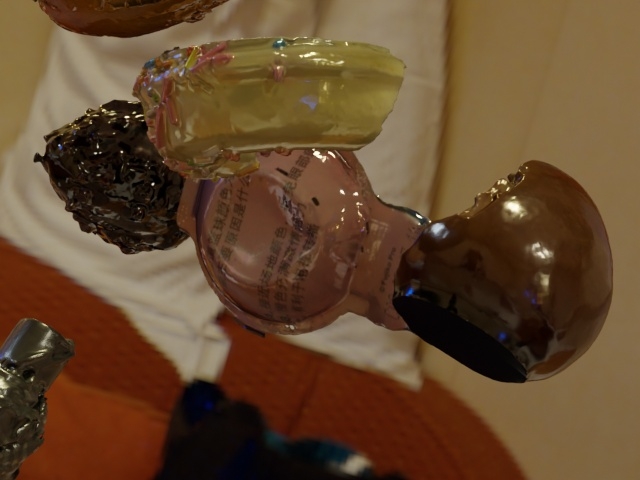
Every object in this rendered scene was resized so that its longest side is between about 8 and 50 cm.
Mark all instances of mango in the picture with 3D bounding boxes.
[{"bbox_3d":[-0.127,-0.253,1.458,0.249,0.156,0.151,-21,-20,4],"label":"mango"}]

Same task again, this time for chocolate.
[{"bbox_3d":[0.119,0.013,1.058,0.127,0.133,0.124,34,-15,-6],"label":"chocolate"},{"bbox_3d":[-0.180,-0.064,1.528,0.156,0.156,0.133,20,2,28],"label":"chocolate"}]

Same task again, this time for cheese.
[{"bbox_3d":[0.000,0.000,1.424,0.286,0.188,0.074,19,14,28],"label":"cheese"}]

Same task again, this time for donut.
[{"bbox_3d":[-0.042,-0.073,0.986,0.166,0.065,0.108,-8,-8,42],"label":"donut"}]

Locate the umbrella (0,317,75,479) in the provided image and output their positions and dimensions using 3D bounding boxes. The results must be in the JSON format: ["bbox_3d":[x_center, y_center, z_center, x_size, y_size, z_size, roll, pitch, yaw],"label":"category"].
[{"bbox_3d":[-0.296,0.193,1.312,0.128,0.336,0.154,41,-17,-19],"label":"umbrella"}]
